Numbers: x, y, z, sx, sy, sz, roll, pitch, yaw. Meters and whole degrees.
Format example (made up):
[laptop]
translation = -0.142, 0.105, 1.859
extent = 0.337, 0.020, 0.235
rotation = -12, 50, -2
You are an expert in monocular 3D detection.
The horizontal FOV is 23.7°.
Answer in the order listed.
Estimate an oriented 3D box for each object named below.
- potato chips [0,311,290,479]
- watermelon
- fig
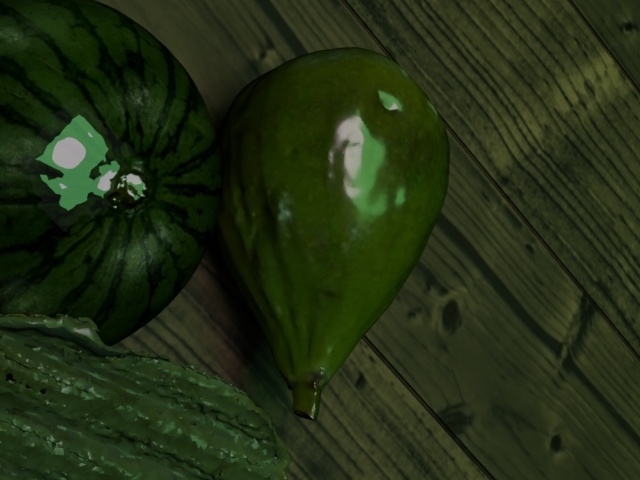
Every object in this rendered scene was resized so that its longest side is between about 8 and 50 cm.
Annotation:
[potato chips]
translation = -0.223, 0.247, 1.267
extent = 0.429, 0.070, 0.358
rotation = 26, 86, -31
[watermelon]
translation = -0.218, -0.067, 1.296
extent = 0.330, 0.189, 0.331
rotation = 9, 75, -36
[fig]
translation = -0.016, -0.023, 1.406
extent = 0.233, 0.233, 0.314
rotation = 41, 73, -22
